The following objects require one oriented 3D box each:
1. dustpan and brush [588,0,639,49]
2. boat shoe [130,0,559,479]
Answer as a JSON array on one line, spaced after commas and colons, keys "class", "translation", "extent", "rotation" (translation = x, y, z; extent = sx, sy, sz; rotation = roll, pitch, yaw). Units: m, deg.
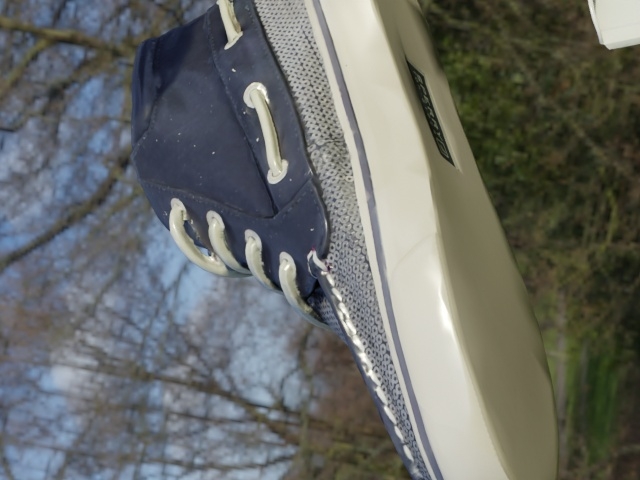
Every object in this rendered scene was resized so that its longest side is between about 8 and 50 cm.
[{"class": "dustpan and brush", "translation": [0.299, -0.281, 1.113], "extent": [0.060, 0.147, 0.211], "rotation": [73, -174, -53]}, {"class": "boat shoe", "translation": [0.000, 0.000, 0.615], "extent": [0.127, 0.158, 0.340], "rotation": [39, -148, -49]}]
